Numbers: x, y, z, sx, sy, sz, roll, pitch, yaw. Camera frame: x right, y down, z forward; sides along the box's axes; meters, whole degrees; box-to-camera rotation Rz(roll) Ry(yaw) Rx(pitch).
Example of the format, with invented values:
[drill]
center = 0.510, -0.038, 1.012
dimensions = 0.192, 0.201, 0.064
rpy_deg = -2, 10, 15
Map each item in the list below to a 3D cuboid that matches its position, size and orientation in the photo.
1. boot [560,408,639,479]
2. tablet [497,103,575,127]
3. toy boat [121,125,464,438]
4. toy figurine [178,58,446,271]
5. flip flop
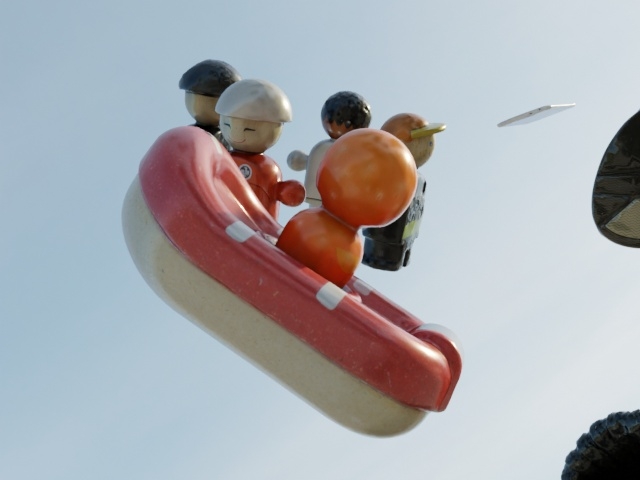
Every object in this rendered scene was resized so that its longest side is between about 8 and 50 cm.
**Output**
[boot]
center = 0.398, 0.177, 0.802
dimensions = 0.348, 0.131, 0.260
rpy_deg = -36, -43, 25
[tablet]
center = 0.204, -0.119, 0.931
dimensions = 0.054, 0.006, 0.083
rpy_deg = -19, -1, 31
[toy boat]
center = 0.000, 0.000, 0.588
dimensions = 0.151, 0.231, 0.151
rpy_deg = -57, -8, 5
[toy figurine]
center = -0.019, -0.069, 0.851
dimensions = 0.210, 0.213, 0.148
rpy_deg = 4, -78, -20
[flip flop]
center = 0.344, -0.112, 0.946
dimensions = 0.080, 0.112, 0.277
rpy_deg = 58, -128, -65
